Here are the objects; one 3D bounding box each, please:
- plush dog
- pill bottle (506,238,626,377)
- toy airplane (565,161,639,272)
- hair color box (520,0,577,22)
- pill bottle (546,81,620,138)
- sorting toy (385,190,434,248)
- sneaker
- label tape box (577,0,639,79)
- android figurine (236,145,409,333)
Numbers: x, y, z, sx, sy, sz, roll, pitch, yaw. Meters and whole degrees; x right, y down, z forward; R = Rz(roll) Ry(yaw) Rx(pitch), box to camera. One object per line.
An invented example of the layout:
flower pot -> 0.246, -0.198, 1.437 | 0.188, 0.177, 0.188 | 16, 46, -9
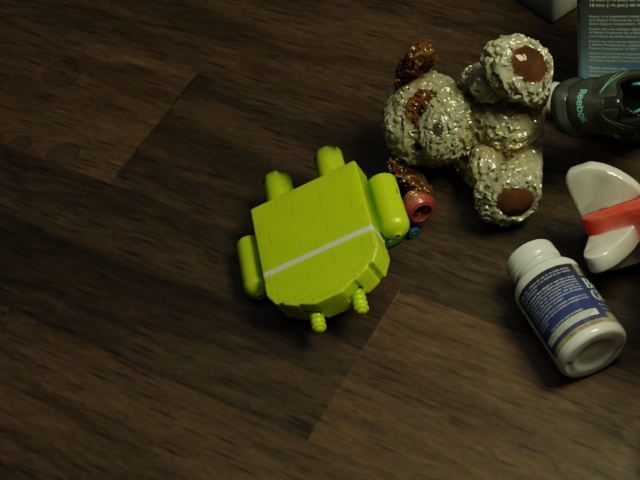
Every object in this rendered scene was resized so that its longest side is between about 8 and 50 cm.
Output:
plush dog -> 0.196, -0.168, 1.729 | 0.226, 0.262, 0.210 | 4, 18, 6
pill bottle -> 0.302, 0.080, 1.566 | 0.094, 0.094, 0.169 | -23, 52, -6
toy airplane -> 0.493, -0.084, 1.533 | 0.384, 0.272, 0.386 | -17, 26, -23
hair color box -> 0.369, -0.529, 1.847 | 0.185, 0.374, 0.113 | -35, 54, -15
pill bottle -> 0.382, -0.190, 1.779 | 0.116, 0.065, 0.065 | 19, 59, 25
sorting toy -> 0.112, -0.032, 1.718 | 0.102, 0.061, 0.042 | -36, 51, 7
sneaker -> 0.426, -0.179, 1.664 | 0.267, 0.101, 0.106 | -12, 5, -40
label tape box -> 0.474, -0.340, 1.704 | 0.241, 0.333, 0.105 | 3, 53, 14
android figurine -> 0.000, 0.000, 1.684 | 0.248, 0.056, 0.272 | -26, 51, 12
